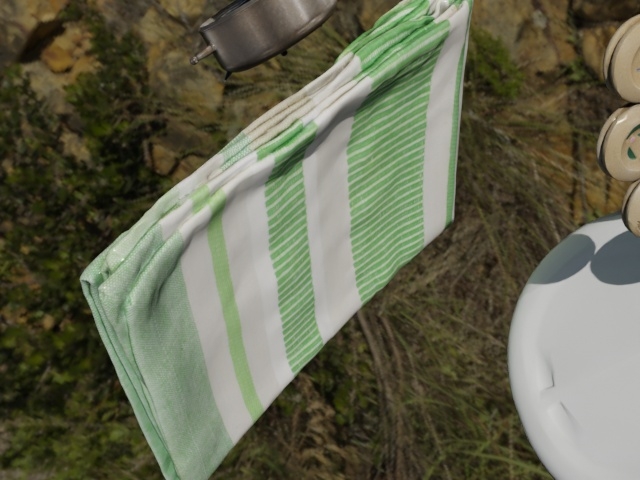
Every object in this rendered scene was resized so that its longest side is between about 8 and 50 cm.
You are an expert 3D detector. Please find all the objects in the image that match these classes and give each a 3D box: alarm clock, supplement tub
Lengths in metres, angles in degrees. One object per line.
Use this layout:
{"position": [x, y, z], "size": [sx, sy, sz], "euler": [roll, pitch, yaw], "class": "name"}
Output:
{"position": [-0.031, -0.219, 0.732], "size": [0.192, 0.064, 0.129], "euler": [-30, 21, 15], "class": "alarm clock"}
{"position": [0.300, 0.093, 0.550], "size": [0.193, 0.316, 0.194], "euler": [-15, 71, 51], "class": "supplement tub"}

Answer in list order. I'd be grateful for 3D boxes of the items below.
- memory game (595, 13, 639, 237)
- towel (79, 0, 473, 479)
{"position": [0.205, -0.074, 0.358], "size": [0.186, 0.186, 0.012], "euler": [-51, 33, 6], "class": "memory game"}
{"position": [0.000, 0.000, 0.522], "size": [0.038, 0.248, 0.325], "euler": [29, 56, 27], "class": "towel"}
